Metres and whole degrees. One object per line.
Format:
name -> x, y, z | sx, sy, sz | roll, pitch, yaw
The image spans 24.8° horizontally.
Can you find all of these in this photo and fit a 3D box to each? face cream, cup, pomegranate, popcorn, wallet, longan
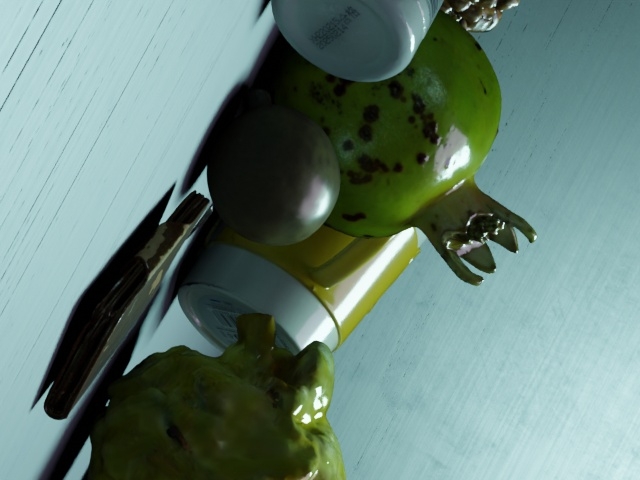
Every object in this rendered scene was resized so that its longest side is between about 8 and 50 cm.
face cream -> 0.061, -0.226, 0.983 | 0.251, 0.101, 0.101 | -62, 179, -31
cup -> 0.000, 0.000, 1.335 | 0.226, 0.185, 0.241 | -54, -162, -25
pomegranate -> 0.072, -0.085, 1.165 | 0.198, 0.246, 0.198 | -156, -90, -88
popcorn -> -0.080, 0.184, 1.192 | 0.266, 0.233, 0.192 | -62, 167, -15
wallet -> -0.120, 0.034, 0.921 | 0.095, 0.026, 0.176 | -56, -178, 31
longan -> -0.036, -0.056, 1.048 | 0.106, 0.106, 0.119 | 114, -34, -78

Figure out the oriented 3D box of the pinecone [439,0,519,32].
pinecone -> 0.118, -0.267, 1.390 | 0.173, 0.173, 0.173 | -62, 179, -2
